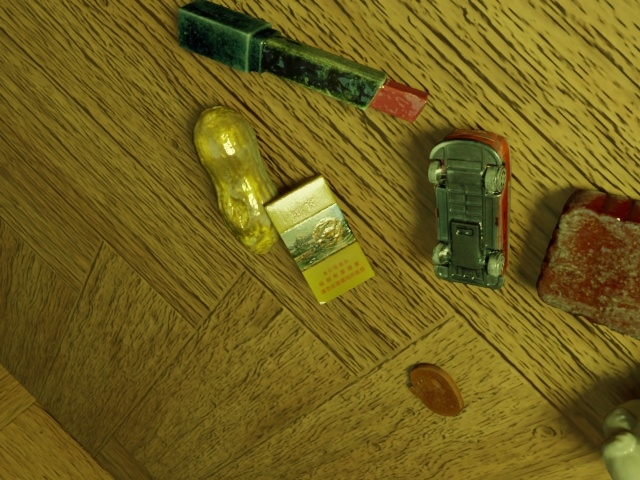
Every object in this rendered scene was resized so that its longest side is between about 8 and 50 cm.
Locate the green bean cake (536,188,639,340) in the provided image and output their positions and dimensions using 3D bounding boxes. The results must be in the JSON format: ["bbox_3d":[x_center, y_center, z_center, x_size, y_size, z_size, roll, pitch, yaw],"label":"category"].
[{"bbox_3d":[0.296,0.023,0.598,0.136,0.056,0.135,22,130,23],"label":"green bean cake"}]

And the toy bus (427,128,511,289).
[{"bbox_3d":[0.163,-0.037,0.637,0.079,0.077,0.174,11,126,31],"label":"toy bus"}]

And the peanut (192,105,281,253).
[{"bbox_3d":[-0.105,-0.080,0.804,0.087,0.087,0.206,-3,116,39],"label":"peanut"}]

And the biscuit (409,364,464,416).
[{"bbox_3d":[0.164,0.215,0.870,0.078,0.015,0.091,-9,115,42],"label":"biscuit"}]

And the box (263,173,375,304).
[{"bbox_3d":[0.000,0.000,0.791,0.087,0.023,0.155,-29,106,1],"label":"box"}]

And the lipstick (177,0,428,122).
[{"bbox_3d":[-0.022,-0.198,0.680,0.312,0.051,0.051,25,131,17],"label":"lipstick"}]

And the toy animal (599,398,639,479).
[{"bbox_3d":[0.403,0.216,0.610,0.178,0.127,0.193,48,135,-5],"label":"toy animal"}]
